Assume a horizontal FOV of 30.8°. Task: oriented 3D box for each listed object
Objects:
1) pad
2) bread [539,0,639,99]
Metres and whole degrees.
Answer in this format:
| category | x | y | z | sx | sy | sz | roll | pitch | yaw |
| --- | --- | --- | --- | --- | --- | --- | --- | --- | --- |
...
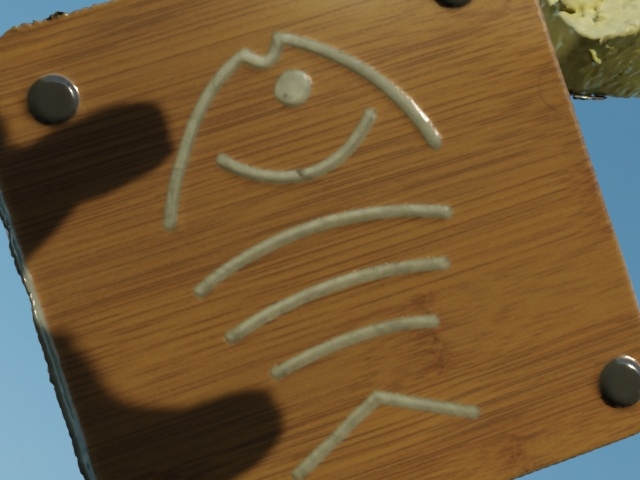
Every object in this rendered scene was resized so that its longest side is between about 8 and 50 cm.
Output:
| category | x | y | z | sx | sy | sz | roll | pitch | yaw |
| --- | --- | --- | --- | --- | --- | --- | --- | --- | --- |
| pad | 0.000 | 0.000 | 0.568 | 0.018 | 0.287 | 0.284 | 161 | -89 | -82 |
| bread | 0.207 | -0.198 | 0.826 | 0.236 | 0.263 | 0.198 | -17 | -34 | -8 |
